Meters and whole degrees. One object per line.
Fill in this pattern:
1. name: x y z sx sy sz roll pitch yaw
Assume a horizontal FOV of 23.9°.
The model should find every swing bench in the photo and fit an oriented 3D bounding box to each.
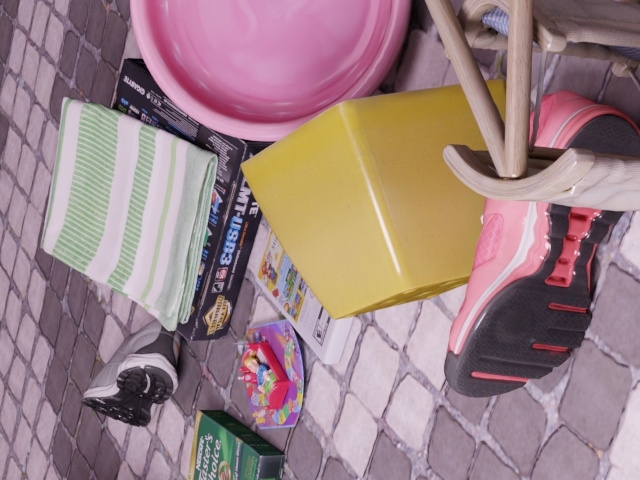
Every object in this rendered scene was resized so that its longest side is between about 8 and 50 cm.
1. swing bench: 0.235 -0.132 1.228 0.165 0.253 0.255 -33 59 53

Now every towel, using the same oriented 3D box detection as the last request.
1. towel: -0.268 -0.044 2.051 0.324 0.038 0.248 26 111 43

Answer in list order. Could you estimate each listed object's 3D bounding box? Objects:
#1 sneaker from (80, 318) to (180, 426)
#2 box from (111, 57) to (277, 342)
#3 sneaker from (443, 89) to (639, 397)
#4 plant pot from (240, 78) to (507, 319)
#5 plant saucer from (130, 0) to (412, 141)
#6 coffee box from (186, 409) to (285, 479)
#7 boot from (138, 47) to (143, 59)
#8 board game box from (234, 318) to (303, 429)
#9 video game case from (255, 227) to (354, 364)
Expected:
1. sneaker: -0.264 0.194 2.186 0.271 0.100 0.108 -39 30 54
2. box: -0.200 -0.059 2.053 0.295 0.073 0.293 36 119 40
3. sneaker: 0.200 0.002 1.436 0.314 0.115 0.136 -66 26 18
4. plant pot: 0.076 -0.033 1.542 0.212 0.212 0.187 -25 78 55
5. plant saucer: -0.052 -0.280 1.736 0.332 0.084 0.332 1 95 15
6. coffee box: -0.113 0.299 1.958 0.184 0.040 0.113 26 109 56
7. boot: -0.198 -0.283 2.125 0.190 0.069 0.086 -50 44 42
8. board game box: -0.074 0.171 1.900 0.168 0.033 0.133 -16 77 62
9. video game case: 0.000 0.000 1.819 0.206 0.026 0.227 47 127 50
